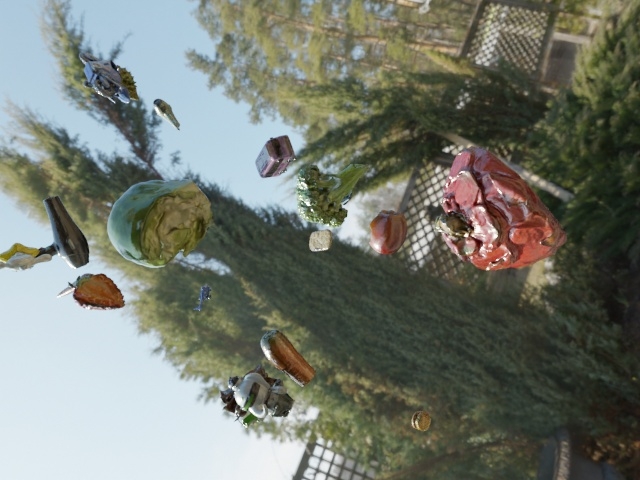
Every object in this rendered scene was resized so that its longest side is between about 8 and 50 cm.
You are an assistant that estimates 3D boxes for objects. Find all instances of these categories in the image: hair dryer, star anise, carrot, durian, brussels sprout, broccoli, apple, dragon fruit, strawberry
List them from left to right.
[{"bbox_3d":[-0.856,0.009,1.495,0.272,0.091,0.235,-25,-77,-26],"label":"hair dryer"},{"bbox_3d":[-0.961,0.182,1.945,0.048,0.216,0.048,47,-153,-33],"label":"carrot"},{"bbox_3d":[-0.793,0.191,1.774,0.085,0.192,0.140,122,144,-51],"label":"strawberry"},{"bbox_3d":[-0.758,-0.594,1.831,0.119,0.187,0.108,-142,68,-77],"label":"durian"},{"bbox_3d":[-0.596,-0.079,1.850,0.371,0.315,0.276,-41,-49,-20],"label":"brussels sprout"},{"bbox_3d":[-0.625,-0.505,2.143,0.067,0.199,0.167,-41,-17,-2],"label":"hair dryer"},{"bbox_3d":[-0.219,0.491,1.607,0.220,0.214,0.099,-78,-22,-71],"label":"star anise"},{"bbox_3d":[-0.100,0.352,1.484,0.087,0.193,0.087,-35,12,9],"label":"carrot"},{"bbox_3d":[0.017,-0.208,1.978,0.186,0.254,0.302,-116,43,-65],"label":"broccoli"},{"bbox_3d":[0.265,-0.035,1.936,0.156,0.147,0.158,-10,-52,-33],"label":"apple"},{"bbox_3d":[0.367,-0.045,1.081,0.205,0.317,0.152,-45,-8,8],"label":"dragon fruit"}]

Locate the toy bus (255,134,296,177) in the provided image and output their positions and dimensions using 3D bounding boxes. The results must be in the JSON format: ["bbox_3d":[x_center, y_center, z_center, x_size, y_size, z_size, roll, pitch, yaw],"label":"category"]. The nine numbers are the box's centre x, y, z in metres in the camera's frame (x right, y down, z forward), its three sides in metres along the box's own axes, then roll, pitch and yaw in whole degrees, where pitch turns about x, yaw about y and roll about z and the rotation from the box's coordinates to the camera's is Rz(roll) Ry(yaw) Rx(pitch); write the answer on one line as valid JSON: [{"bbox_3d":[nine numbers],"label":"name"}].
[{"bbox_3d":[-0.152,-0.273,1.648,0.178,0.098,0.087,-37,70,63],"label":"toy bus"}]

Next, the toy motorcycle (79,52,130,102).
[{"bbox_3d":[-0.643,-0.488,1.489,0.114,0.205,0.076,4,-45,-50],"label":"toy motorcycle"}]

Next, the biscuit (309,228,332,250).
[{"bbox_3d":[0.000,0.000,1.711,0.147,0.018,0.071,-9,75,60],"label":"biscuit"}]

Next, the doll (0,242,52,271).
[{"bbox_3d":[-0.789,0.049,1.328,0.113,0.135,0.071,-121,31,-66],"label":"doll"}]

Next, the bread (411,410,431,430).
[{"bbox_3d":[0.412,0.733,2.030,0.046,0.083,0.081,9,107,62],"label":"bread"}]

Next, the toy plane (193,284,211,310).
[{"bbox_3d":[-0.524,0.252,2.220,0.167,0.054,0.062,-86,-13,-51],"label":"toy plane"}]

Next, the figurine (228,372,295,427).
[{"bbox_3d":[-0.170,0.436,1.395,0.147,0.192,0.126,-62,2,34],"label":"figurine"}]
